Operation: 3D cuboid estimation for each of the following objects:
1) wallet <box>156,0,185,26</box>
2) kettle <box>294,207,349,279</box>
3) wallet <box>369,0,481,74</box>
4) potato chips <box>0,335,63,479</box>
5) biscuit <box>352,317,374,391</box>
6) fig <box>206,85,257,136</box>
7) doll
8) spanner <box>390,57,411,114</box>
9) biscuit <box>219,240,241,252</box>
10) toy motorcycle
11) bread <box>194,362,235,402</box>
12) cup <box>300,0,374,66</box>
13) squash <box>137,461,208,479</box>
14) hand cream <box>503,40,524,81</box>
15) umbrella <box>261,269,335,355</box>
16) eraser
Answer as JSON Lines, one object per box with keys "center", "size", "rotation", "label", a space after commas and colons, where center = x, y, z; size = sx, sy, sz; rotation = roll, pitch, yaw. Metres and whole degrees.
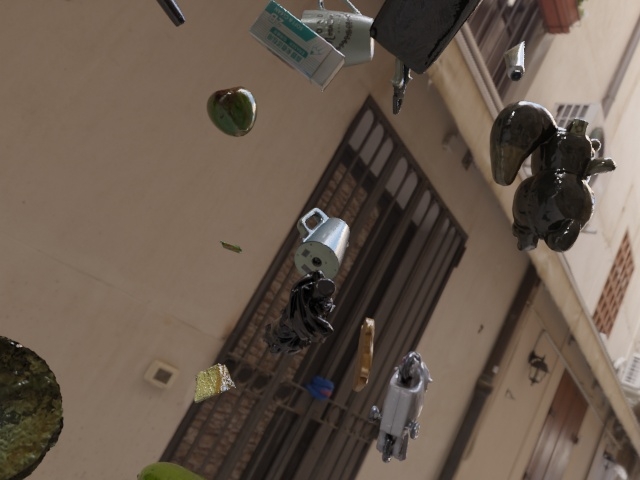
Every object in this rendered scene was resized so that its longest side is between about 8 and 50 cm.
{"center": [-0.428, -0.663, 1.163], "size": [0.149, 0.044, 0.250], "rotation": [57, 2, 39], "label": "wallet"}
{"center": [0.000, 0.000, 1.668], "size": [0.210, 0.243, 0.160], "rotation": [42, -57, -8], "label": "kettle"}
{"center": [0.214, -0.477, 0.970], "size": [0.168, 0.052, 0.245], "rotation": [39, -35, -2], "label": "wallet"}
{"center": [-0.464, 0.239, 0.650], "size": [0.202, 0.220, 0.029], "rotation": [5, -5, -42], "label": "potato chips"}
{"center": [0.104, 0.282, 1.129], "size": [0.035, 0.162, 0.250], "rotation": [11, -51, 4], "label": "biscuit"}
{"center": [-0.307, -0.459, 1.676], "size": [0.180, 0.191, 0.181], "rotation": [-14, -17, -4], "label": "fig"}
{"center": [0.602, -0.161, 1.328], "size": [0.378, 0.383, 0.252], "rotation": [23, -13, -5], "label": "doll"}
{"center": [0.294, -0.608, 1.687], "size": [0.040, 0.095, 0.325], "rotation": [32, -44, 32], "label": "spanner"}
{"center": [-0.338, 0.027, 1.785], "size": [0.089, 0.016, 0.046], "rotation": [18, -24, 5], "label": "biscuit"}
{"center": [0.201, 0.387, 1.118], "size": [0.110, 0.260, 0.171], "rotation": [13, -1, 27], "label": "toy motorcycle"}
{"center": [-0.448, 0.599, 1.946], "size": [0.152, 0.147, 0.127], "rotation": [-53, 119, -83], "label": "bread"}
{"center": [0.061, -0.712, 1.584], "size": [0.234, 0.258, 0.186], "rotation": [2, 1, 10], "label": "cup"}
{"center": [-0.167, 0.309, 0.560], "size": [0.201, 0.066, 0.066], "rotation": [-7, -36, 45], "label": "squash"}
{"center": [0.558, -0.517, 1.354], "size": [0.042, 0.195, 0.067], "rotation": [40, -47, -22], "label": "hand cream"}
{"center": [-0.033, 0.152, 0.922], "size": [0.110, 0.122, 0.272], "rotation": [22, -37, -10], "label": "umbrella"}
{"center": [-0.056, -0.465, 1.126], "size": [0.225, 0.096, 0.052], "rotation": [39, 5, 2], "label": "eraser"}
